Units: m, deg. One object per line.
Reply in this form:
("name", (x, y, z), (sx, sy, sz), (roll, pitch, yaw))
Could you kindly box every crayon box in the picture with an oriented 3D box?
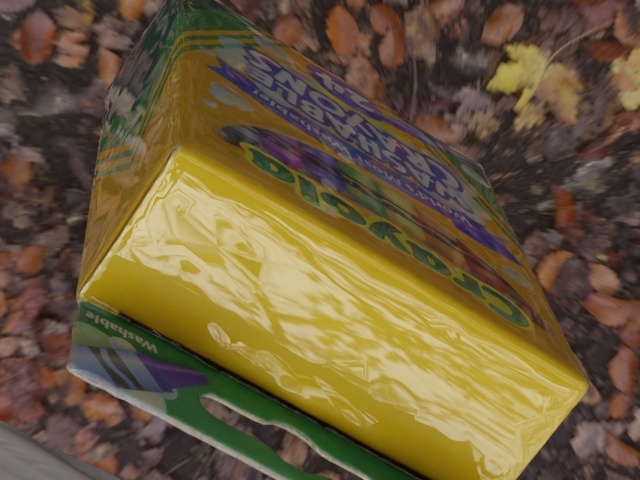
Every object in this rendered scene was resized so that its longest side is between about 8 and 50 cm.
("crayon box", (0.000, 0.000, 0.712), (0.203, 0.323, 0.083), (30, 108, -16))

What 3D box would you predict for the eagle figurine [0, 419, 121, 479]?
("eagle figurine", (0.059, 0.121, 0.302), (0.298, 0.226, 0.225), (-21, 124, 7))
